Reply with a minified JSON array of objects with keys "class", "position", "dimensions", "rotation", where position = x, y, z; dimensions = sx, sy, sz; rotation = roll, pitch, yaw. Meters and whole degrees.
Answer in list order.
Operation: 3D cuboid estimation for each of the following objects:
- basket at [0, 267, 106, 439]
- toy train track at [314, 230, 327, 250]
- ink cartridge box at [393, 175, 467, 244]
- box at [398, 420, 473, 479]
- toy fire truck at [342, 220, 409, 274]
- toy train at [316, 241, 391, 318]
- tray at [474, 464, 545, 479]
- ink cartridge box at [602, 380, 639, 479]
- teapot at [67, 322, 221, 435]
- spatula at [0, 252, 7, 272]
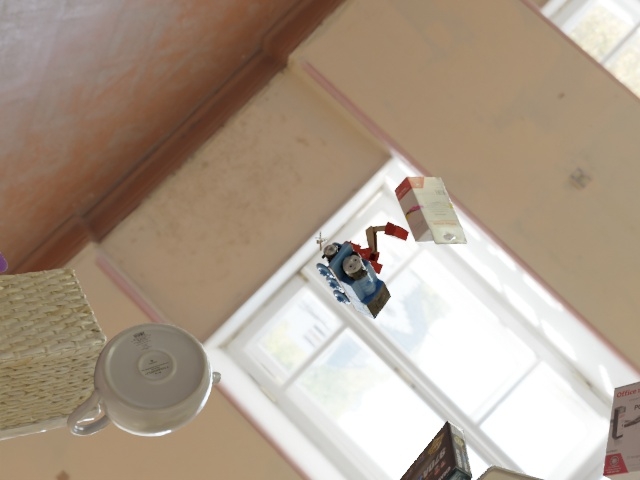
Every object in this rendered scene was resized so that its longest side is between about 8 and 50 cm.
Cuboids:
[{"class":"basket","position":[-0.730,0.268,1.762],"dimensions":[0.331,0.328,0.266],"rotation":[-7,130,-34]},{"class":"toy train track","position":[0.000,0.000,1.772],"dimensions":[0.083,0.014,0.048],"rotation":[-15,105,-73]},{"class":"ink cartridge box","position":[0.273,-0.060,1.798],"dimensions":[0.115,0.198,0.067],"rotation":[-1,149,-32]},{"class":"box","position":[0.248,0.537,1.620],"dimensions":[0.220,0.051,0.175],"rotation":[-56,-172,19]},{"class":"toy fire truck","position":[0.125,0.012,1.802],"dimensions":[0.192,0.047,0.135],"rotation":[18,-91,54]},{"class":"toy train","position":[0.066,0.074,1.413],"dimensions":[0.080,0.105,0.184],"rotation":[-53,141,-19]},{"class":"tray","position":[0.295,0.523,1.395],"dimensions":[0.270,0.145,0.030],"rotation":[-55,-149,22]},{"class":"ink cartridge box","position":[0.705,0.413,1.556],"dimensions":[0.158,0.092,0.218],"rotation":[-42,-160,57]},{"class":"teapot","position":[-0.354,0.311,1.511],"dimensions":[0.187,0.256,0.252],"rotation":[110,-3,-46]},{"class":"spatula","position":[-0.672,0.073,1.206],"dimensions":[0.296,0.084,0.030],"rotation":[-26,-161,-5]}]
